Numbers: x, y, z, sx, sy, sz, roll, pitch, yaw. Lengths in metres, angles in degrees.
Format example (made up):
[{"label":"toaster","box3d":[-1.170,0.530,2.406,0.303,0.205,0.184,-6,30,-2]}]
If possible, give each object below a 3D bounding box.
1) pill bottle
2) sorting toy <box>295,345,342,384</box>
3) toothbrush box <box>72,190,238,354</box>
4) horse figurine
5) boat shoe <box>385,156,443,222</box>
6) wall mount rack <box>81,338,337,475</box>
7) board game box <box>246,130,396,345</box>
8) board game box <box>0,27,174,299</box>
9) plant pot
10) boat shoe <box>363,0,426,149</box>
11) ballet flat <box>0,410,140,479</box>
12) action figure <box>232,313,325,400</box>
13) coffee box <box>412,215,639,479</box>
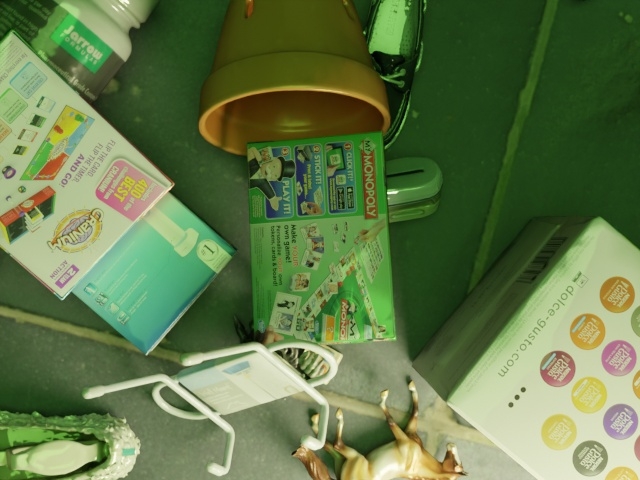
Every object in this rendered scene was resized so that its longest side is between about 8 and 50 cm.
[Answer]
[{"label":"pill bottle","box3d":[-0.421,-0.285,1.649,0.204,0.204,0.361,37,88,-3]},{"label":"sorting toy","box3d":[-0.008,0.211,1.774,0.062,0.012,0.083,29,88,-4]},{"label":"toothbrush box","box3d":[-0.309,0.001,1.696,0.295,0.126,0.216,40,88,-4]},{"label":"horse figurine","box3d":[0.089,0.342,1.757,0.263,0.066,0.175,-18,85,-6]},{"label":"boat shoe","box3d":[0.049,-0.062,1.735,0.302,0.109,0.094,-5,135,6]},{"label":"wall mount rack","box3d":[-0.160,0.227,1.598,0.350,0.130,0.304,-22,131,33]},{"label":"board game box","box3d":[0.000,0.000,1.638,0.213,0.046,0.317,-4,79,6]},{"label":"board game box","box3d":[-0.408,-0.106,1.547,0.242,0.064,0.316,-46,111,-3]},{"label":"plant pot","box3d":[-0.041,-0.265,1.654,0.290,0.291,0.204,0,73,-4]},{"label":"boat shoe","box3d":[0.106,-0.296,1.740,0.114,0.091,0.303,5,90,-4]},{"label":"ballet flat","box3d":[-0.492,0.332,1.684,0.408,0.147,0.147,-6,91,-3]},{"label":"action figure","box3d":[-0.037,0.144,1.709,0.275,0.141,0.164,-33,83,-4]},{"label":"coffee box","box3d":[0.388,0.192,1.638,0.334,0.338,0.338,40,88,-4]}]
